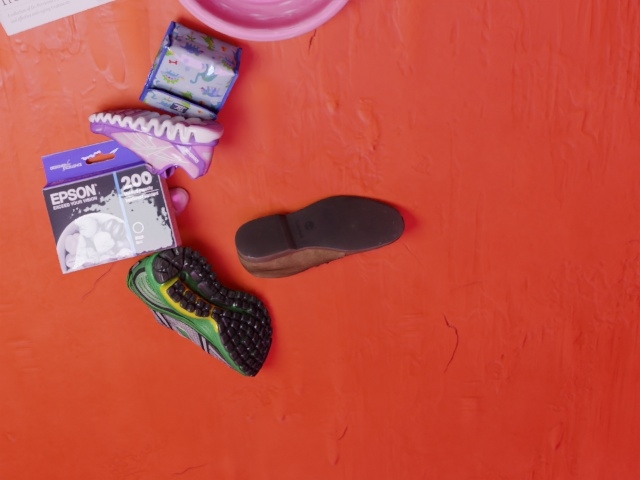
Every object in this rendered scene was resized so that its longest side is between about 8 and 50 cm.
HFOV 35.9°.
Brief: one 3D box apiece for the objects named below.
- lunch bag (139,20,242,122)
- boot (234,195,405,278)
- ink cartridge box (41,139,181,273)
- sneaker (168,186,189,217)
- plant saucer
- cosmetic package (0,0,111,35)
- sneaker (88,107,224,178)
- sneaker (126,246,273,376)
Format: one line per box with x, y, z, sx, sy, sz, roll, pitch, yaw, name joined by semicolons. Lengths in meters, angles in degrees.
-0.215;-0.260;1.618;0.129;0.096;0.151;21;134;-17;lunch bag
0.000;0.000;1.792;0.305;0.112;0.115;-9;150;-4;boot
-0.363;-0.067;1.691;0.206;0.045;0.208;-14;92;3;ink cartridge box
-0.289;-0.037;1.746;0.134;0.070;0.051;-33;114;13;sneaker
-0.087;-0.474;1.508;0.332;0.084;0.332;-1;120;-2;plant saucer
-0.355;-0.481;1.410;0.377;0.097;0.284;-11;118;25;cosmetic package
-0.276;-0.157;1.627;0.236;0.095;0.104;12;109;16;sneaker
-0.215;0.131;1.835;0.146;0.134;0.343;-6;136;42;sneaker
